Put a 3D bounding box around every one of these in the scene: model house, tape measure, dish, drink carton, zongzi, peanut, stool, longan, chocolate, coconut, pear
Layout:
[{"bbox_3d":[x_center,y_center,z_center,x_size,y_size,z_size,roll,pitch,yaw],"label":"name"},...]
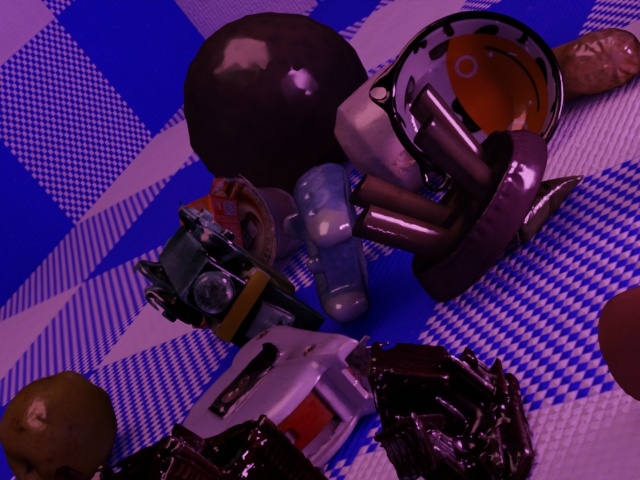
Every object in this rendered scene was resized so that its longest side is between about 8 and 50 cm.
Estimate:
[{"bbox_3d":[-0.154,0.295,1.468,0.282,0.317,0.297,-40,30,7],"label":"model house"},{"bbox_3d":[-0.054,0.218,1.700,0.265,0.130,0.258,-45,21,-19],"label":"tape measure"},{"bbox_3d":[0.241,-0.212,2.030,0.303,0.303,0.120,-39,-13,-1],"label":"dish"},{"bbox_3d":[-0.186,0.039,2.270,0.071,0.223,0.096,6,-19,-43],"label":"drink carton"},{"bbox_3d":[0.130,0.183,1.366,0.141,0.164,0.203,-41,19,12],"label":"model house"},{"bbox_3d":[0.311,-0.045,1.767,0.113,0.052,0.104,-17,33,21],"label":"zongzi"},{"bbox_3d":[0.411,-0.274,2.030,0.108,0.095,0.226,-23,6,-34],"label":"peanut"},{"bbox_3d":[0.168,-0.068,1.768,0.272,0.178,0.272,-56,11,17],"label":"stool"},{"bbox_3d":[-0.089,-0.270,2.593,0.391,0.391,0.391,-35,18,13],"label":"longan"},{"bbox_3d":[-0.111,-0.031,2.364,0.221,0.221,0.147,-23,-3,41],"label":"chocolate"},{"bbox_3d":[0.148,-0.201,2.194,0.234,0.224,0.224,-37,18,12],"label":"coconut"},{"bbox_3d":[-0.432,0.318,2.114,0.200,0.200,0.200,-35,18,13],"label":"pear"}]

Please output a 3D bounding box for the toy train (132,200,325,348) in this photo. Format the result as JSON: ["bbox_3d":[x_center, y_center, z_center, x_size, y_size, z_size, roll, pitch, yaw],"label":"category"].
[{"bbox_3d":[-0.145,0.074,2.012,0.160,0.253,0.397,-55,16,0],"label":"toy train"}]

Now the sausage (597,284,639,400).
[{"bbox_3d":[0.403,0.070,1.168,0.304,0.121,0.121,-21,25,44],"label":"sausage"}]

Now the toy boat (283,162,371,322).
[{"bbox_3d":[0.000,0.000,1.965,0.123,0.215,0.330,-13,24,4],"label":"toy boat"}]
